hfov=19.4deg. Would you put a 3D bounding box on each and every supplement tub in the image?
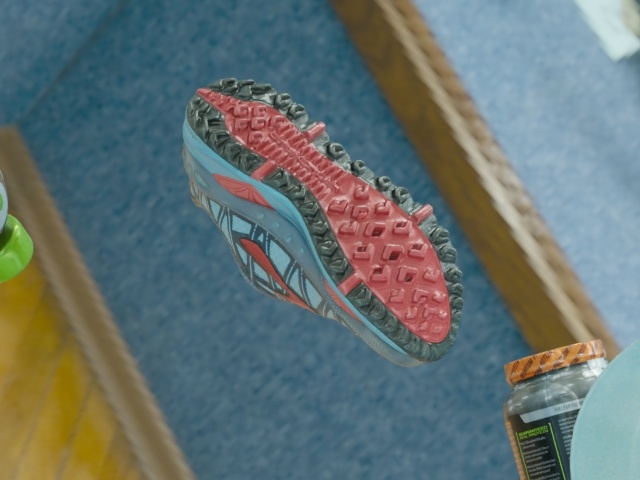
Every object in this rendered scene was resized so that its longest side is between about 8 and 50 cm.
[{"bbox_3d":[0.231,0.190,1.657,0.117,0.117,0.190,-6,79,-46],"label":"supplement tub"}]

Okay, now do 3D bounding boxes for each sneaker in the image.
[{"bbox_3d":[0.000,0.000,1.354,0.104,0.125,0.262,-31,68,-31],"label":"sneaker"}]

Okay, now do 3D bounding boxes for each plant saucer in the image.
[{"bbox_3d":[0.264,0.148,1.233,0.195,0.195,0.037,64,11,21],"label":"plant saucer"}]

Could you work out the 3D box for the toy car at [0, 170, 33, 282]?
[{"bbox_3d":[-0.278,0.025,1.291,0.155,0.149,0.188,61,3,-42],"label":"toy car"}]
